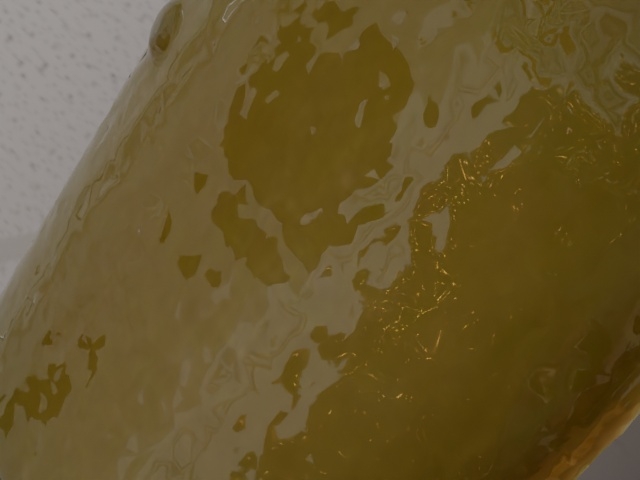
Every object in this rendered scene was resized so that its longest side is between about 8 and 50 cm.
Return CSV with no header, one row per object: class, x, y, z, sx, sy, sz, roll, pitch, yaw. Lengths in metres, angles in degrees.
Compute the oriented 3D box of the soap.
soap,0.002,0.001,0.640,0.115,0.306,0.427,16,-55,-41
